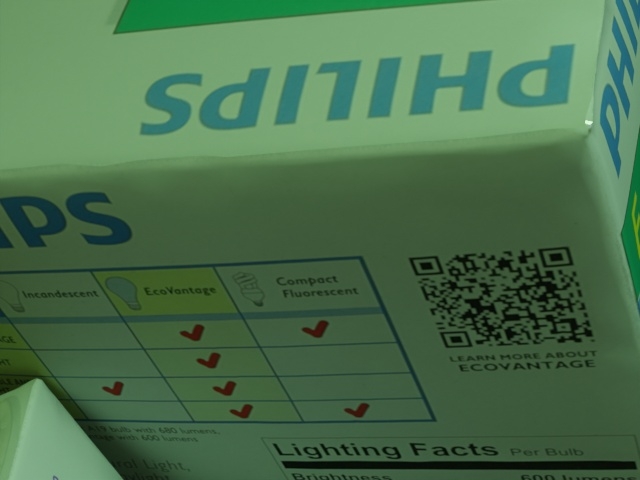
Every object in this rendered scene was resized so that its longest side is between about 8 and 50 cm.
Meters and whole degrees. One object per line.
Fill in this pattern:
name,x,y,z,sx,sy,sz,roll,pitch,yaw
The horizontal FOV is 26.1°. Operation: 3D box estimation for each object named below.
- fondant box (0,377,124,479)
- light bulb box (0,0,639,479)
fondant box,-0.083,0.259,0.592,0.330,0.096,0.238,56,16,-27
light bulb box,0.000,0.000,0.677,0.361,0.358,0.225,65,30,-46
